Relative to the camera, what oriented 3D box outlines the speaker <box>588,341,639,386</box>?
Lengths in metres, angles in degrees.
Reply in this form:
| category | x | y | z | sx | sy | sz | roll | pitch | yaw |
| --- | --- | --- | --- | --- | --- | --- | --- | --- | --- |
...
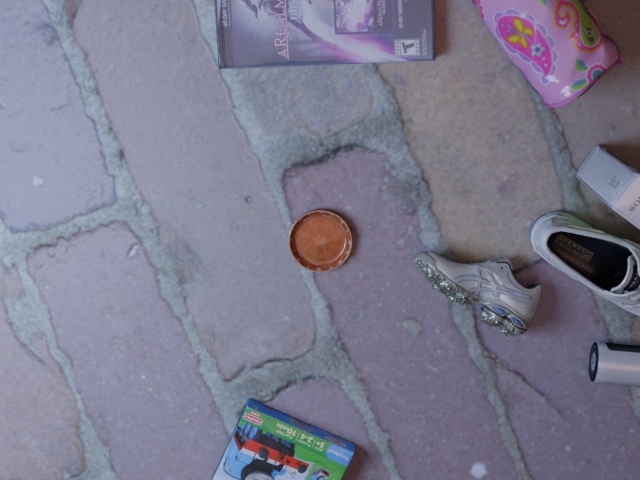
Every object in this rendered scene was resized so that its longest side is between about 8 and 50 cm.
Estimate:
| category | x | y | z | sx | sy | sz | roll | pitch | yaw |
| --- | --- | --- | --- | --- | --- | --- | --- | --- | --- |
| speaker | 0.426 | 0.166 | 1.737 | 0.136 | 0.055 | 0.055 | 5 | 103 | 0 |

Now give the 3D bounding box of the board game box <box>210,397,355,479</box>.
| category | x | y | z | sx | sy | sz | roll | pitch | yaw |
| --- | --- | --- | --- | --- | --- | --- | --- | --- | --- |
| board game box | -0.069 | 0.341 | 1.793 | 0.160 | 0.039 | 0.211 | 24 | 103 | -5 |

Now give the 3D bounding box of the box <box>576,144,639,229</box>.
| category | x | y | z | sx | sy | sz | roll | pitch | yaw |
| --- | --- | --- | --- | --- | --- | --- | --- | --- | --- |
| box | 0.469 | 0.011 | 1.610 | 0.322 | 0.232 | 0.058 | 37 | 100 | -7 |

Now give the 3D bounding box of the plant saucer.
| category | x | y | z | sx | sy | sz | roll | pitch | yaw |
| --- | --- | --- | --- | --- | --- | --- | --- | --- | --- |
| plant saucer | 0.000 | 0.000 | 1.725 | 0.084 | 0.013 | 0.083 | 0 | 103 | 2 |

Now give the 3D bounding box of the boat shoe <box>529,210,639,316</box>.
| category | x | y | z | sx | sy | sz | roll | pitch | yaw |
| --- | --- | --- | --- | --- | --- | --- | --- | --- | --- |
| boat shoe | 0.389 | 0.046 | 1.694 | 0.258 | 0.084 | 0.095 | 21 | 102 | -4 |

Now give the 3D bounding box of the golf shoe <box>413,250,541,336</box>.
| category | x | y | z | sx | sy | sz | roll | pitch | yaw |
| --- | --- | --- | --- | --- | --- | --- | --- | --- | --- |
| golf shoe | 0.206 | 0.050 | 1.719 | 0.176 | 0.069 | 0.086 | 33 | 81 | -9 |

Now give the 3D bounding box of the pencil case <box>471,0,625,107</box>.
| category | x | y | z | sx | sy | sz | roll | pitch | yaw |
| --- | --- | --- | --- | --- | --- | --- | --- | --- | --- |
| pencil case | 0.250 | -0.298 | 1.601 | 0.124 | 0.124 | 0.284 | -36 | 100 | 8 |

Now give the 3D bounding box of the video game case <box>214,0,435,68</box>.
| category | x | y | z | sx | sy | sz | roll | pitch | yaw |
| --- | --- | --- | --- | --- | --- | --- | --- | --- | --- |
| video game case | 0.004 | -0.318 | 1.647 | 0.274 | 0.026 | 0.196 | -2 | 103 | 1 |
